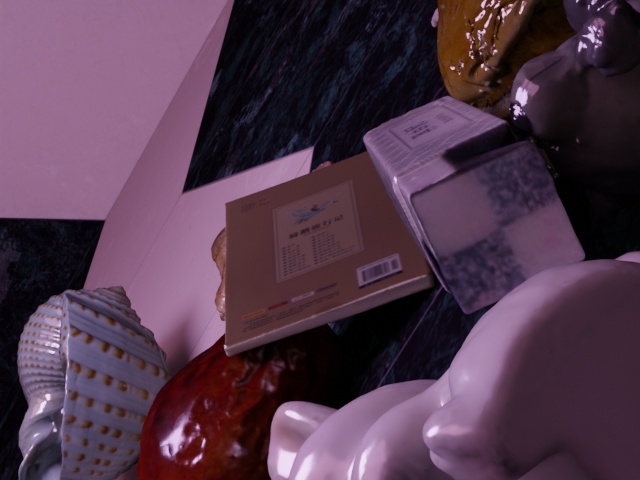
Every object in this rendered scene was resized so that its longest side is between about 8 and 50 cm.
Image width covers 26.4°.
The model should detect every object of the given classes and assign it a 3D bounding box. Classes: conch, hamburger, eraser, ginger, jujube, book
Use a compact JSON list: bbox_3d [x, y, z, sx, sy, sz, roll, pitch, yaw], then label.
[{"bbox_3d":[-0.318,0.223,1.956,0.303,0.215,0.319,167,104,-70],"label":"conch"},{"bbox_3d":[0.190,-0.254,1.283,0.265,0.134,0.285,-48,20,36],"label":"hamburger"},{"bbox_3d":[0.105,-0.041,1.063,0.096,0.098,0.404,-25,10,3],"label":"eraser"},{"bbox_3d":[-0.121,0.032,1.886,0.096,0.067,0.165,-4,58,46],"label":"ginger"},{"bbox_3d":[-0.074,0.180,1.384,0.255,0.190,0.190,-52,11,-26],"label":"jujube"},{"bbox_3d":[0.000,0.000,1.446,0.217,0.021,0.310,-20,28,8],"label":"book"}]

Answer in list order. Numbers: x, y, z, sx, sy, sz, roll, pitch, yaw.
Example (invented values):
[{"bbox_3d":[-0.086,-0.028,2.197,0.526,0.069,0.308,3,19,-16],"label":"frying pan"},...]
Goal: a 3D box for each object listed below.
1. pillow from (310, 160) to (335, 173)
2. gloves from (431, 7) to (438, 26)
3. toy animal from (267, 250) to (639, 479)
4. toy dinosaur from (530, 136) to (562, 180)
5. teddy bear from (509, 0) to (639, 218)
[{"bbox_3d":[-0.029,-0.004,1.732,0.135,0.034,0.211,-49,20,43],"label":"pillow"},{"bbox_3d":[0.147,-0.262,1.584,0.044,0.037,0.081,-21,11,10],"label":"gloves"},{"bbox_3d":[0.100,0.143,0.867,0.367,0.196,0.241,-39,7,47],"label":"toy animal"},{"bbox_3d":[0.178,-0.048,1.199,0.119,0.029,0.060,-48,33,46],"label":"toy dinosaur"},{"bbox_3d":[0.209,-0.121,0.926,0.171,0.144,0.251,-150,58,-63],"label":"teddy bear"}]
